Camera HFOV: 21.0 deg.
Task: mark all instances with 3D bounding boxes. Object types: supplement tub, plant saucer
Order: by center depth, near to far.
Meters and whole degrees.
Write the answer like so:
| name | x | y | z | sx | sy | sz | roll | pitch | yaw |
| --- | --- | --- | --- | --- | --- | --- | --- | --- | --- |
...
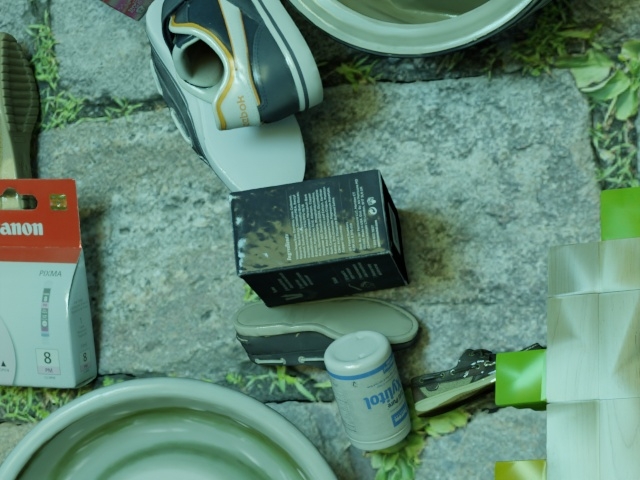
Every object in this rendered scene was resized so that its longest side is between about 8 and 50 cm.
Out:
| name | x | y | z | sx | sy | sz | roll | pitch | yaw |
| --- | --- | --- | --- | --- | --- | --- | --- | --- | --- |
| supplement tub | 0.049 | 0.153 | 1.768 | 0.071 | 0.071 | 0.107 | -4 | 120 | 24 |
| plant saucer | -0.156 | 0.333 | 1.791 | 0.400 | 0.100 | 0.400 | 0 | 95 | 1 |

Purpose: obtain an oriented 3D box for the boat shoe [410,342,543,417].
| name | x | y | z | sx | sy | sz | roll | pitch | yaw |
| --- | --- | --- | --- | --- | --- | --- | --- | --- | --- |
| boat shoe | 0.157 | 0.133 | 1.757 | 0.152 | 0.056 | 0.049 | -26 | 75 | 18 |

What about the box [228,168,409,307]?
| name | x | y | z | sx | sy | sz | roll | pitch | yaw |
| --- | --- | --- | --- | --- | --- | --- | --- | --- | --- |
| box | 0.000 | 0.000 | 1.782 | 0.158 | 0.156 | 0.093 | -9 | 75 | 7 |

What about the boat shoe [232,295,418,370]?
| name | x | y | z | sx | sy | sz | roll | pitch | yaw |
| --- | --- | --- | --- | --- | --- | --- | --- | --- | --- |
| boat shoe | 0.009 | 0.105 | 1.842 | 0.206 | 0.075 | 0.065 | 1 | 123 | 20 |

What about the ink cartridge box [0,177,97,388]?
| name | x | y | z | sx | sy | sz | roll | pitch | yaw |
| --- | --- | --- | --- | --- | --- | --- | --- | --- | --- |
| ink cartridge box | -0.357 | 0.050 | 1.973 | 0.189 | 0.066 | 0.232 | 1 | 106 | 25 |

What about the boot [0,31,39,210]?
| name | x | y | z | sx | sy | sz | roll | pitch | yaw |
| --- | --- | --- | --- | --- | --- | --- | --- | --- | --- |
| boot | -0.443 | -0.116 | 2.067 | 0.207 | 0.090 | 0.248 | -8 | 80 | 21 |

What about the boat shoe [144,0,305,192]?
| name | x | y | z | sx | sy | sz | roll | pitch | yaw |
| --- | --- | --- | --- | --- | --- | --- | --- | --- | --- |
| boat shoe | -0.112 | -0.137 | 1.915 | 0.108 | 0.102 | 0.301 | -23 | 62 | -23 |

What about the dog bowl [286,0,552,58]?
| name | x | y | z | sx | sy | sz | roll | pitch | yaw |
| --- | --- | --- | --- | --- | --- | --- | --- | --- | --- |
| dog bowl | 0.125 | -0.390 | 1.784 | 0.408 | 0.150 | 0.408 | 2 | 95 | 29 |

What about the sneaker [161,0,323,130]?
| name | x | y | z | sx | sy | sz | roll | pitch | yaw |
| --- | --- | --- | --- | --- | --- | --- | --- | --- | --- |
| sneaker | -0.118 | -0.249 | 1.852 | 0.127 | 0.126 | 0.321 | -24 | 54 | -9 |

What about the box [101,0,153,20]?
| name | x | y | z | sx | sy | sz | roll | pitch | yaw |
| --- | --- | --- | --- | --- | --- | --- | --- | --- | --- |
| box | -0.196 | -0.424 | 1.983 | 0.142 | 0.154 | 0.300 | 44 | 101 | 26 |

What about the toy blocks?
| name | x | y | z | sx | sy | sz | roll | pitch | yaw |
| --- | --- | --- | --- | --- | --- | --- | --- | --- | --- |
| toy blocks | 0.296 | 0.175 | 1.585 | 0.190 | 0.261 | 0.381 | -7 | 70 | 26 |
